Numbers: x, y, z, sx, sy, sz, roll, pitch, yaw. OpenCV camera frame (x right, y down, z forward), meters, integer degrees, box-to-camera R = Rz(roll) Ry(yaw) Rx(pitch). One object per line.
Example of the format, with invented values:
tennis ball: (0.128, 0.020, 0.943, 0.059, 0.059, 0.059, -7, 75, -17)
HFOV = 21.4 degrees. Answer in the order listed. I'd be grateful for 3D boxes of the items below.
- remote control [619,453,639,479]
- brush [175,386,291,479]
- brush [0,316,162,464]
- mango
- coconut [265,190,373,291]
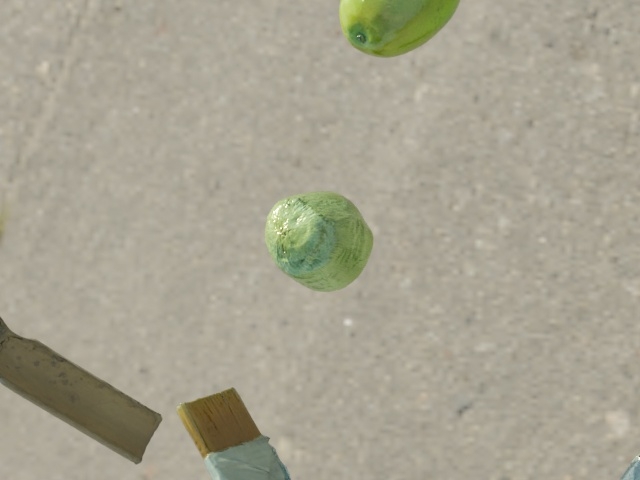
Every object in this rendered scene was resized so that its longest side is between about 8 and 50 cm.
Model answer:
remote control: (0.340, 0.176, 1.437, 0.052, 0.247, 0.104, 42, 150, 35)
brush: (-0.024, 0.276, 1.476, 0.020, 0.085, 0.336, -48, 64, 39)
brush: (-0.213, 0.081, 1.164, 0.036, 0.248, 0.043, 5, 64, 54)
mango: (0.065, -0.185, 1.306, 0.108, 0.056, 0.073, -44, 68, -9)
coconut: (0.000, 0.000, 1.420, 0.088, 0.096, 0.087, -6, 77, 29)
